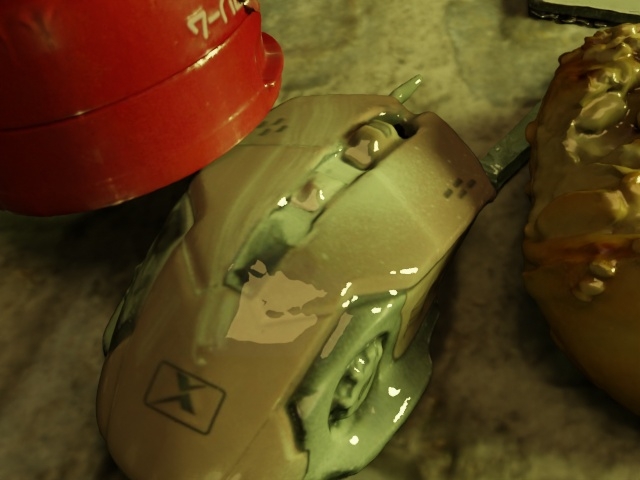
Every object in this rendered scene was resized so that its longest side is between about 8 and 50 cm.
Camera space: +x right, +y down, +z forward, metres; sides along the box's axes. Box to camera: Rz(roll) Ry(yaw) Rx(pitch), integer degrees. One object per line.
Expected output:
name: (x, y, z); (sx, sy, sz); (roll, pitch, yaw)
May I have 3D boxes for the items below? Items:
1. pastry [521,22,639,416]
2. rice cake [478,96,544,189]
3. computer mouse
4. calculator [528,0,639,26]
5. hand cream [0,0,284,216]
pastry: (0.256, -0.033, 0.779); (0.255, 0.162, 0.310); (7, 52, -2)
rice cake: (0.152, -0.077, 0.892); (0.022, 0.021, 0.121); (28, 54, 29)
computer mouse: (0.000, -0.003, 0.760); (0.200, 0.115, 0.389); (26, 54, 11)
calculator: (0.262, -0.275, 1.065); (0.161, 0.021, 0.261); (8, 51, 1)
hand cream: (-0.148, -0.134, 0.779); (0.230, 0.149, 0.230); (-16, 30, 10)
